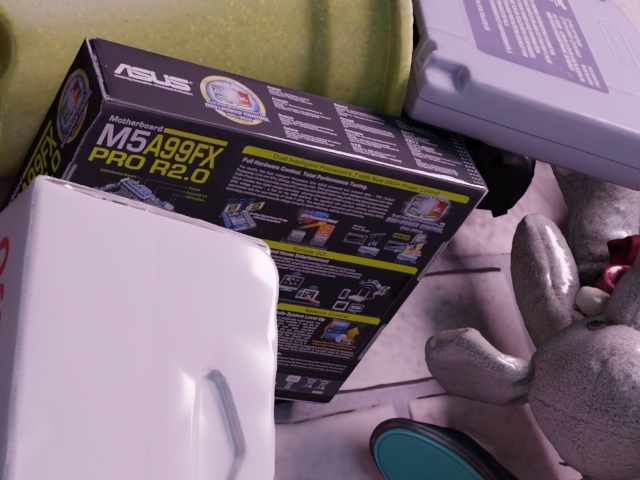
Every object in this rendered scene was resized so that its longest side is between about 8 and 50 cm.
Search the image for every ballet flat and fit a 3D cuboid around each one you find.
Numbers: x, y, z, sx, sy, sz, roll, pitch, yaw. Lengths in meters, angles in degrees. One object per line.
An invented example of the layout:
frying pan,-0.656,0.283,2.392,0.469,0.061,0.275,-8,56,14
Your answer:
ballet flat,0.120,0.187,1.048,0.203,0.074,0.074,39,50,-9

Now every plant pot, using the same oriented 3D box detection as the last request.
plant pot,-0.120,-0.149,0.937,0.254,0.276,0.276,-12,74,-28

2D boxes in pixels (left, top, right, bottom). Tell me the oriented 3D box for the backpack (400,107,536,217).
backpack,0.107,-0.125,1.161,0.152,0.115,0.182,20,48,-28

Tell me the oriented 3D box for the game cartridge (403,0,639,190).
game cartridge,0.145,-0.141,1.029,0.196,0.060,0.294,13,32,-11

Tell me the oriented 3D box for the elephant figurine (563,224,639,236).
elephant figurine,0.335,0.033,1.248,0.239,0.186,0.169,37,6,-28

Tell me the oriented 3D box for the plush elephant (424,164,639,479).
plush elephant,0.230,0.071,1.002,0.330,0.272,0.255,-70,160,2

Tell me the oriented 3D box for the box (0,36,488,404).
box,-0.062,0.001,0.905,0.270,0.216,0.060,11,38,-32

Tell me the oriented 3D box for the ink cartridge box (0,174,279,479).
ink cartridge box,-0.157,0.136,0.706,0.131,0.306,0.226,17,58,-29
